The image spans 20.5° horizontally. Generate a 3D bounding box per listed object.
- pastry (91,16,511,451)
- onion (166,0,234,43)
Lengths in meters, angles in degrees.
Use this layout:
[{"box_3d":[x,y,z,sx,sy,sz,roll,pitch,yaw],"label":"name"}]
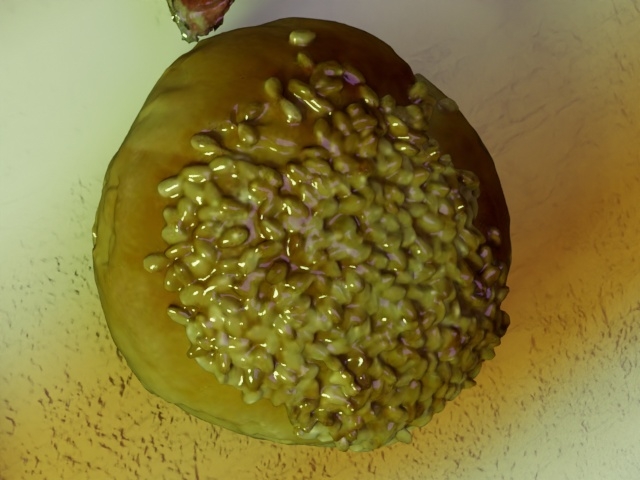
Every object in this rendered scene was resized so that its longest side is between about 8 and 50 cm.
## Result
[{"box_3d":[0.000,0.000,1.546,0.410,0.245,0.409,0,89,-33],"label":"pastry"},{"box_3d":[-0.056,-0.343,1.590,0.348,0.159,0.267,-50,118,-4],"label":"onion"}]
